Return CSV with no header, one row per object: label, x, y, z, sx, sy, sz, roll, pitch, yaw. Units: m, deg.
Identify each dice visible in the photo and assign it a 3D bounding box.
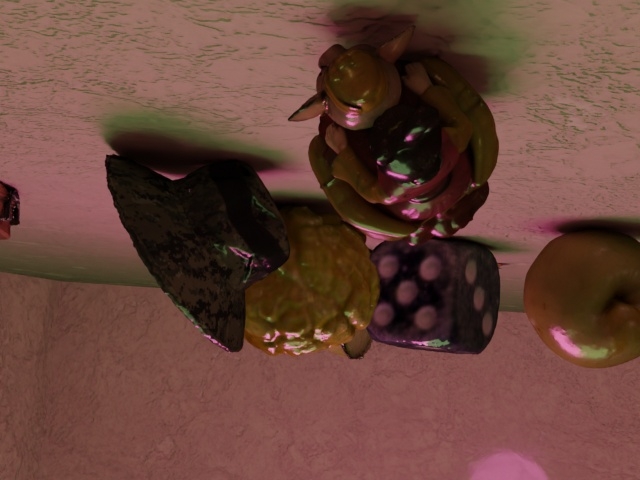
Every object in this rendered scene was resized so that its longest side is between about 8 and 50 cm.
dice,0.186,0.093,1.383,0.181,0.183,0.182,2,172,35

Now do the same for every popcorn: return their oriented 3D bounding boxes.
popcorn,-0.043,0.050,1.159,0.237,0.206,0.251,-8,-173,-11

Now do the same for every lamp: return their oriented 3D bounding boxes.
lamp,0.045,-0.063,0.513,0.118,0.118,0.253,3,174,18

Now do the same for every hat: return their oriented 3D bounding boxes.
hat,-0.105,-0.012,0.883,0.128,0.265,0.265,-29,171,1

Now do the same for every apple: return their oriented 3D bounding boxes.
apple,0.364,0.073,1.101,0.200,0.200,0.200,5,173,1

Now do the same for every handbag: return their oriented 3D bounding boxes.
handbag,-0.512,-0.048,1.183,0.151,0.072,0.193,6,171,-10

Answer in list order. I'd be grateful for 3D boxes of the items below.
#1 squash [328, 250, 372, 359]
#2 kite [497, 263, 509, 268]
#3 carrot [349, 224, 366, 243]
squash,0.035,0.123,1.584,0.133,0.220,0.220,-2,171,24
kite,0.328,0.050,1.647,0.090,0.004,0.122,9,172,-28
carrot,0.000,0.000,1.332,0.043,0.043,0.248,9,173,-28
